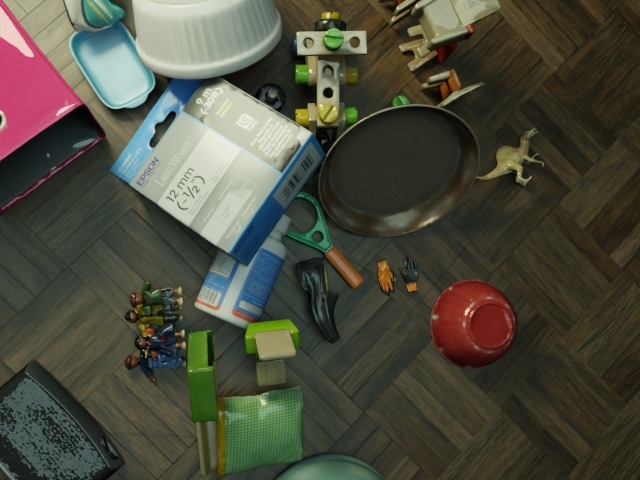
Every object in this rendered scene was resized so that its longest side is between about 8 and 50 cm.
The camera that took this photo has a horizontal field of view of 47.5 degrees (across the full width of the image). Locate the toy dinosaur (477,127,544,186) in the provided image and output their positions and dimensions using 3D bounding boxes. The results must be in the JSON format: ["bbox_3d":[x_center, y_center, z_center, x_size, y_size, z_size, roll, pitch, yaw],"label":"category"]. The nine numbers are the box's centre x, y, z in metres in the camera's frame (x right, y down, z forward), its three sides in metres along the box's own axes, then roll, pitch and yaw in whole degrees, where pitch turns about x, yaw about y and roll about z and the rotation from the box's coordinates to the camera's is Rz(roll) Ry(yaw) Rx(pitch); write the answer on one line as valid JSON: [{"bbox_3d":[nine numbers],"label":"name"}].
[{"bbox_3d":[0.399,-0.153,1.508,0.183,0.053,0.092,-42,78,-18],"label":"toy dinosaur"}]

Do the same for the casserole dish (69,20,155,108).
[{"bbox_3d":[-0.394,-0.334,1.384,0.114,0.037,0.188,-32,92,-11],"label":"casserole dish"}]

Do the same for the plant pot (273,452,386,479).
[{"bbox_3d":[0.031,0.549,1.303,0.293,0.196,0.293,1,85,-10],"label":"plant pot"}]

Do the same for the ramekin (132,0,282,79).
[{"bbox_3d":[-0.211,-0.415,1.304,0.273,0.127,0.273,-5,46,5],"label":"ramekin"}]

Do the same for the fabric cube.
[{"bbox_3d":[-0.560,-0.230,1.234,0.254,0.259,0.258,-38,92,-10],"label":"fabric cube"}]

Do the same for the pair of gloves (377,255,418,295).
[{"bbox_3d":[0.156,0.071,1.459,0.083,0.010,0.074,-8,86,-11],"label":"pair of gloves"}]

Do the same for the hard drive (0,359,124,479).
[{"bbox_3d":[-0.495,0.361,1.299,0.172,0.054,0.255,-41,93,-10],"label":"hard drive"}]

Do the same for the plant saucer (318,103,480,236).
[{"bbox_3d":[0.145,-0.135,1.371,0.310,0.310,0.050,-3,44,-10],"label":"plant saucer"}]

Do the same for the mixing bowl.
[{"bbox_3d":[0.318,0.166,1.435,0.181,0.098,0.181,1,85,-11],"label":"mixing bowl"}]

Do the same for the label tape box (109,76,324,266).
[{"bbox_3d":[-0.206,-0.153,1.294,0.347,0.115,0.249,33,86,16],"label":"label tape box"}]

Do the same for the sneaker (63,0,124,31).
[{"bbox_3d":[-0.429,-0.516,1.297,0.110,0.107,0.275,-17,120,-13],"label":"sneaker"}]

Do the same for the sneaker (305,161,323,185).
[{"bbox_3d":[-0.026,-0.127,1.429,0.083,0.031,0.035,-33,64,-2],"label":"sneaker"}]

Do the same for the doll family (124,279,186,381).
[{"bbox_3d":[-0.309,0.169,1.339,0.111,0.076,0.193,-5,89,-15],"label":"doll family"}]

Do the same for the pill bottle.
[{"bbox_3d":[-0.136,0.046,1.352,0.124,0.124,0.221,24,82,-7],"label":"pill bottle"}]

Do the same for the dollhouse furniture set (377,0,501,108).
[{"bbox_3d":[0.237,-0.402,1.388,0.135,0.259,0.262,-26,92,-1],"label":"dollhouse furniture set"}]

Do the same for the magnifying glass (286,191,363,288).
[{"bbox_3d":[0.000,0.000,1.433,0.092,0.026,0.231,-42,91,-11],"label":"magnifying glass"}]

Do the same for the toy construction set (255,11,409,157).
[{"bbox_3d":[0.046,-0.277,1.354,0.309,0.237,0.257,25,82,-8],"label":"toy construction set"}]

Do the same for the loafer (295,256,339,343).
[{"bbox_3d":[0.008,0.114,1.398,0.061,0.062,0.170,-21,90,5],"label":"loafer"}]

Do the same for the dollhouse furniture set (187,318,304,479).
[{"bbox_3d":[-0.119,0.311,1.268,0.197,0.151,0.301,-6,110,-9],"label":"dollhouse furniture set"}]
